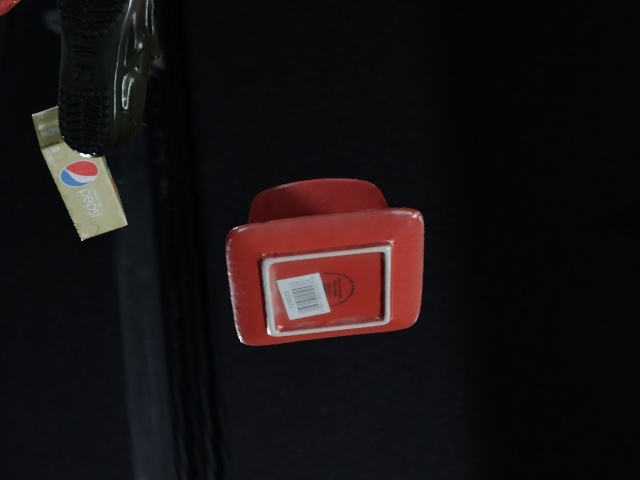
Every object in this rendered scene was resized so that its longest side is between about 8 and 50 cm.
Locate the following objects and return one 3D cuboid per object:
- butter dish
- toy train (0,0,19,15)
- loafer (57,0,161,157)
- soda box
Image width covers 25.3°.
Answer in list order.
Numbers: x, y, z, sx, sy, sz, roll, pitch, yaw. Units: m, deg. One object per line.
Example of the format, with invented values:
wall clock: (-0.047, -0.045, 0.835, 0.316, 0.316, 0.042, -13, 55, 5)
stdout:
butter dish: (0.000, 0.000, 1.190, 0.160, 0.160, 0.118, -7, -130, -3)
toy train: (-0.186, -0.280, 1.034, 0.105, 0.143, 0.248, 45, -75, -6)
loafer: (-0.180, -0.184, 1.238, 0.080, 0.078, 0.220, 19, -72, 24)
soda box: (-0.280, -0.080, 1.666, 0.061, 0.181, 0.058, -19, -125, -5)
